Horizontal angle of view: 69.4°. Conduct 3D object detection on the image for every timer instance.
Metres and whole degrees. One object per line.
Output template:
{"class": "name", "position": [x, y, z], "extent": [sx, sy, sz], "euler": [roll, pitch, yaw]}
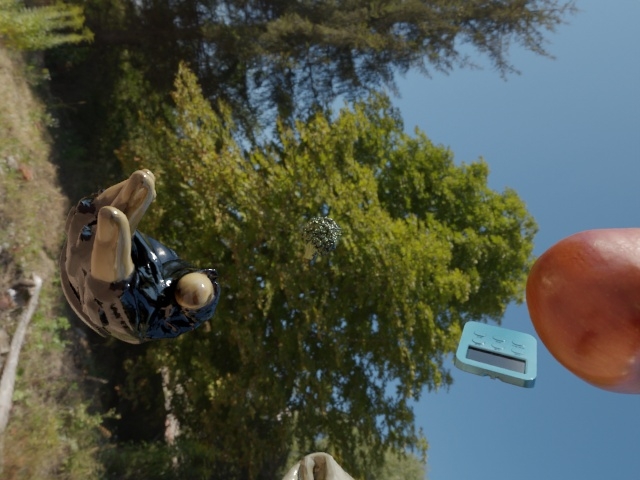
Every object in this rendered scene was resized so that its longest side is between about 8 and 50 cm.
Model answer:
{"class": "timer", "position": [0.549, 0.353, 1.440], "extent": [0.250, 0.232, 0.091], "euler": [-24, 123, -66]}

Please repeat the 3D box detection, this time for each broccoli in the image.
{"class": "broccoli", "position": [0.000, 0.000, 0.870], "extent": [0.097, 0.095, 0.092], "euler": [29, -72, 35]}

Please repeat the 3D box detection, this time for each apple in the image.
{"class": "apple", "position": [0.437, 0.088, 0.678], "extent": [0.241, 0.242, 0.242], "euler": [-95, -175, -54]}

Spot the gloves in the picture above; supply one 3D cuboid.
{"class": "gloves", "position": [-0.154, 0.017, 0.380], "extent": [0.164, 0.124, 0.203], "euler": [31, -16, 9]}

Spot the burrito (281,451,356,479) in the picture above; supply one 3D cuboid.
{"class": "burrito", "position": [0.003, 0.342, 0.535], "extent": [0.135, 0.190, 0.332], "euler": [-101, 167, -45]}
